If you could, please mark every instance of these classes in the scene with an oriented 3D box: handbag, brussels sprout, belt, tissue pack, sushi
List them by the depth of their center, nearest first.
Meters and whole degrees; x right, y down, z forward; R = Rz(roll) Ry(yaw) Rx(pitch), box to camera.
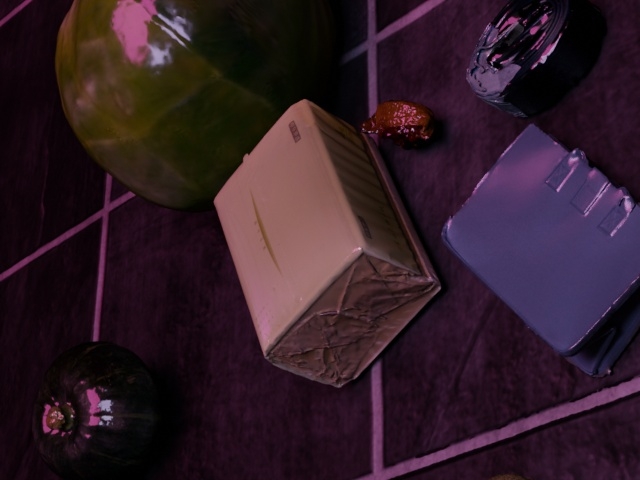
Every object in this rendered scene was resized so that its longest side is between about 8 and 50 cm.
[{"bbox_3d":[0.206,0.002,1.293,0.144,0.057,0.221,-53,38,11],"label":"handbag"},{"bbox_3d":[0.196,-0.179,1.400,0.140,0.058,0.105,-45,38,27],"label":"belt"},{"bbox_3d":[0.000,0.000,1.491,0.159,0.125,0.234,-47,40,25],"label":"tissue pack"},{"bbox_3d":[0.084,-0.113,1.510,0.099,0.050,0.047,2,67,57],"label":"sushi"},{"bbox_3d":[-0.123,-0.216,1.644,0.281,0.289,0.354,-32,23,54],"label":"brussels sprout"}]

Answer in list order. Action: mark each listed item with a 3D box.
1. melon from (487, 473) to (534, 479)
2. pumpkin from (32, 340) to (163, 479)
[{"bbox_3d":[0.147,0.264,1.184,0.099,0.099,0.162,-5,70,50],"label":"melon"},{"bbox_3d":[-0.252,0.195,1.704,0.167,0.125,0.167,-25,47,30],"label":"pumpkin"}]
